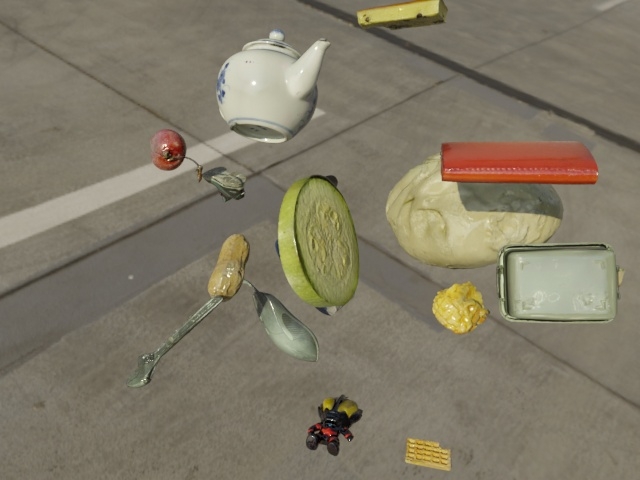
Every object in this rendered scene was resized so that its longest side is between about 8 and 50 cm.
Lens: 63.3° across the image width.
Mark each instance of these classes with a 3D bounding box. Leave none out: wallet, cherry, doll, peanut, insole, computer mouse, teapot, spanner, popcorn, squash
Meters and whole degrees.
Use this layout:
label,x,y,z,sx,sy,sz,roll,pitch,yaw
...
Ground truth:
label,x,y,z,sx,sy,sz,roll,pitch,yaw
wallet,0.277,-0.112,0.754,0.204,0.045,0.142,2,24,12
cherry,-0.373,-0.209,1.329,0.090,0.107,0.225,12,29,-51
doll,0.043,0.497,1.434,0.127,0.088,0.248,34,21,12
peanut,-0.255,0.077,1.483,0.099,0.099,0.214,15,57,-2
insole,0.000,-0.187,1.891,0.004,0.188,0.064,-33,96,-44
computer mouse,-0.152,0.264,1.687,0.379,0.167,0.090,46,60,6
teapot,-0.129,-0.398,1.303,0.252,0.280,0.424,15,-9,-42
spanner,-0.380,0.259,1.360,0.325,0.026,0.093,-44,41,-14
popcorn,0.462,0.223,1.710,0.170,0.180,0.180,12,26,44
squash,0.000,0.000,0.976,0.048,0.252,0.252,-11,26,29

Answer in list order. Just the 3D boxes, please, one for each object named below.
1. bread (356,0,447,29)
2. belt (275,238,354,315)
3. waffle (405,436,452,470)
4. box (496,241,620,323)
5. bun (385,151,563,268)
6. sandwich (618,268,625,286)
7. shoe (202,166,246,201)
label,x,y,z,sx,sy,sz,roll,pitch,yaw
bread,0.213,-0.590,1.367,0.226,0.049,0.088,3,5,28
belt,-0.020,0.109,1.930,0.117,0.212,0.347,-36,90,-31
waffle,0.320,0.633,1.541,0.135,0.021,0.092,7,26,8
box,0.348,0.064,0.761,0.172,0.124,0.093,-3,-3,18
bun,0.328,-0.081,1.123,0.362,0.235,0.326,3,19,45
sandwich,0.641,0.077,1.289,0.162,0.058,0.193,20,15,42
shoe,-0.280,-0.156,1.525,0.169,0.099,0.071,20,42,34
